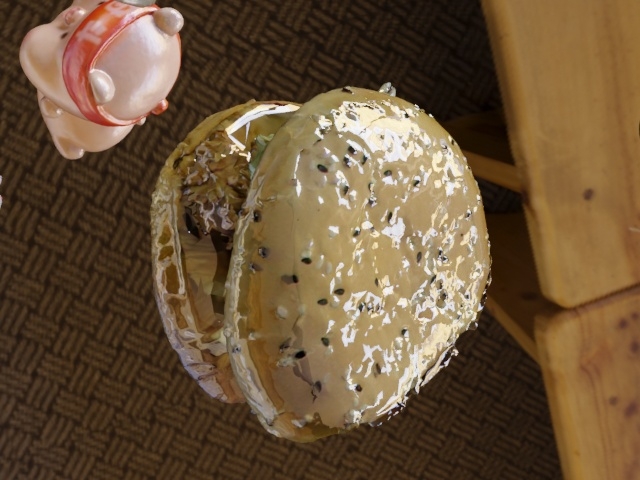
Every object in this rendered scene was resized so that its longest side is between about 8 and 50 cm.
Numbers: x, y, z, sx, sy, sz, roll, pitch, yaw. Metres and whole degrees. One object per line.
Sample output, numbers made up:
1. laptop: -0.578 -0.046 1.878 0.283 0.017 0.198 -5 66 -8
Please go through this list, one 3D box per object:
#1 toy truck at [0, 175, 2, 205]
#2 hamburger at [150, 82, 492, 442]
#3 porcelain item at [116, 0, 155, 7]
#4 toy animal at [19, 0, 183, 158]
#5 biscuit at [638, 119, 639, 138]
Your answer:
1. toy truck: -0.311 0.065 0.568 0.156 0.124 0.267 17 96 -8
2. hamburger: 0.000 0.000 0.830 0.318 0.195 0.276 -39 122 -37
3. porcelain item: -0.113 -0.274 0.631 0.081 0.069 0.215 38 112 20
4. toy animal: -0.242 -0.189 1.011 0.171 0.198 0.171 8 72 -26
5. biscuit: 0.208 -0.038 0.270 0.038 0.322 0.099 24 98 -21
